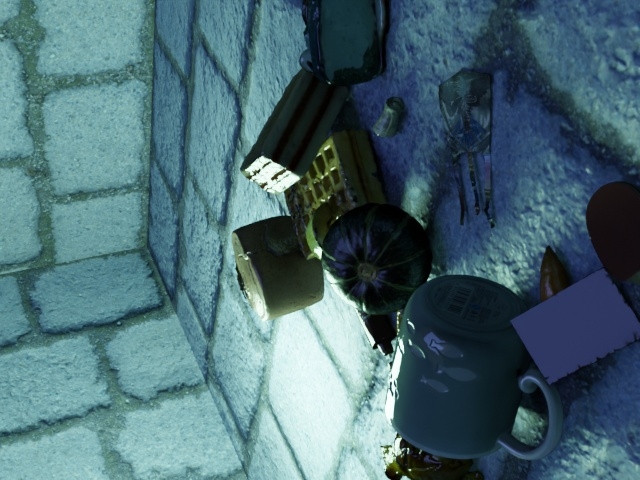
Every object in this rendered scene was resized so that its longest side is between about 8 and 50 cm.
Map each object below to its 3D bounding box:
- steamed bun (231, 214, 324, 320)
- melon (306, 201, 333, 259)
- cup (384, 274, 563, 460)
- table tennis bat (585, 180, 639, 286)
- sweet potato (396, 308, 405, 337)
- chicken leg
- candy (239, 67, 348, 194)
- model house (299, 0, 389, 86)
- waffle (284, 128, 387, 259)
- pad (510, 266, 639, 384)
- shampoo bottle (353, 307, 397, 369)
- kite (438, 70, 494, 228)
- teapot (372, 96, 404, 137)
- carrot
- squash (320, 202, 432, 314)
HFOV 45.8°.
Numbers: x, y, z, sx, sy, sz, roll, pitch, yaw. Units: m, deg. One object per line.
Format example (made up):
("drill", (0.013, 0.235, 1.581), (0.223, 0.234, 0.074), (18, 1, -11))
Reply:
("steamed bun", (-0.121, 0.055, 2.160), (0.199, 0.252, 0.301), (95, 153, -61))
("melon", (0.000, 0.000, 1.868), (0.128, 0.079, 0.160), (-43, 66, 59))
("cup", (0.300, 0.248, 1.418), (0.357, 0.259, 0.274), (32, 130, 39))
("table tennis bat", (0.492, 0.024, 1.180), (0.138, 0.022, 0.246), (126, 130, -59))
("sweet potato", (0.243, 0.295, 1.723), (0.114, 0.092, 0.341), (-49, 56, 39))
("chicken leg", (0.219, 0.500, 1.808), (0.361, 0.140, 0.211), (-22, 89, 61))
("candy", (-0.062, -0.275, 1.876), (0.179, 0.135, 0.320), (-33, 29, 60))
("model house", (0.019, -0.504, 1.754), (0.291, 0.184, 0.253), (-139, 39, -59))
("waffle", (0.034, -0.105, 1.963), (0.376, 0.114, 0.261), (-32, 75, 62))
("pad", (0.425, 0.145, 1.261), (0.190, 0.004, 0.127), (-37, 72, 31))
("shampoo bottle", (0.143, 0.218, 1.931), (0.068, 0.067, 0.236), (103, 146, -59))
("kite", (0.291, -0.181, 1.509), (0.169, 0.015, 0.310), (16, 113, 62))
("teapot", (0.156, -0.275, 1.697), (0.067, 0.057, 0.083), (-91, 16, -51))
("carrot", (0.418, 0.109, 1.323), (0.072, 0.072, 0.205), (163, 100, -65))
("squash", (0.127, 0.040, 1.697), (0.252, 0.165, 0.252), (7, 111, 18))
